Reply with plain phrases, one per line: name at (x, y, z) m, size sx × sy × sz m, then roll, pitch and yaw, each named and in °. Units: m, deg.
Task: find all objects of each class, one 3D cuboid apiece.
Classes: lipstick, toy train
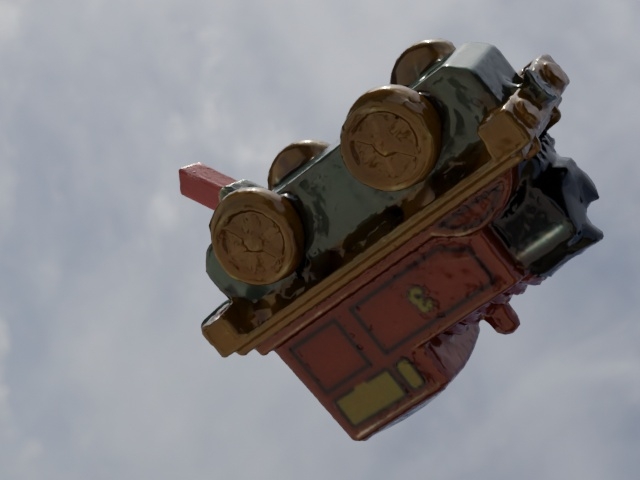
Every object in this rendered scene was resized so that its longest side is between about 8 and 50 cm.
lipstick at (0.000, 0.000, 1.624) m, size 0.312 × 0.051 × 0.051 m, roll 25°, pitch -62°, yaw 16°
toy train at (0.057, 0.004, 1.314) m, size 0.369 × 0.163 × 0.231 m, roll -36°, pitch -82°, yaw 29°
